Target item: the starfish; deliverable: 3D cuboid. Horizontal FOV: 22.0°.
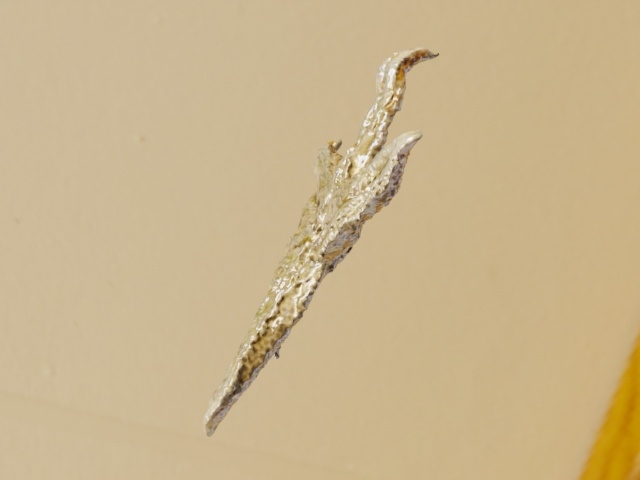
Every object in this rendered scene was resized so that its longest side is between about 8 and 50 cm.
[{"bbox_3d":[0.000,0.000,0.338,0.016,0.086,0.092,30,-99,-4],"label":"starfish"}]
